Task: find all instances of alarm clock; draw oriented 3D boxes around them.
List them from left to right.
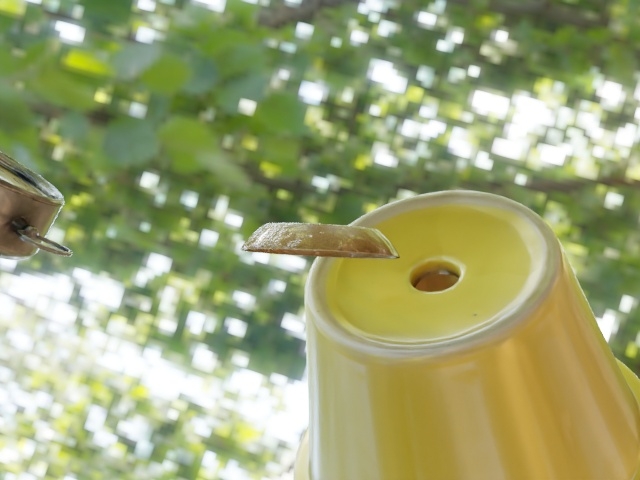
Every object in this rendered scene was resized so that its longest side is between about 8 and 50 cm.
[{"bbox_3d":[-0.234,-0.027,1.358,0.129,0.192,0.064,23,-85,-49],"label":"alarm clock"}]

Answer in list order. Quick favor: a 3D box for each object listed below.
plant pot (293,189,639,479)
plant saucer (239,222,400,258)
[{"bbox_3d":[0.094,0.108,1.291,0.254,0.254,0.239,-52,-40,-40],"label":"plant pot"},{"bbox_3d":[0.000,0.000,1.024,0.083,0.083,0.015,8,-96,-67],"label":"plant saucer"}]
